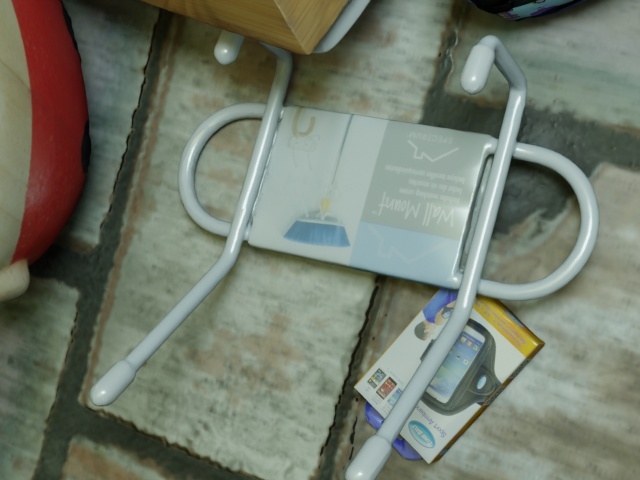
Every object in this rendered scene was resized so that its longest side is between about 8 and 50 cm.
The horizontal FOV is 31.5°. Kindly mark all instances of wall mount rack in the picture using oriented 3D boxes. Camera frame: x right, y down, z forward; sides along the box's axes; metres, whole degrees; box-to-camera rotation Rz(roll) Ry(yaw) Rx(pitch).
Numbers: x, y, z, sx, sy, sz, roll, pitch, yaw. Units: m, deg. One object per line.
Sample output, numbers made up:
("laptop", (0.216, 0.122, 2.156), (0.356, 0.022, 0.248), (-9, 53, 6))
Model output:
("wall mount rack", (0.000, 0.000, 0.795), (0.350, 0.130, 0.304), (12, 81, 29))

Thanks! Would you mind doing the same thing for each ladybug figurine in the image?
("ladybug figurine", (-0.312, -0.156, 0.922), (0.305, 0.162, 0.449), (-35, 73, 46))

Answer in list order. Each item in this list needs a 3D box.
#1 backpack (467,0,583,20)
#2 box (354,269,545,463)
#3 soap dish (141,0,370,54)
("backpack", (0.158, -0.228, 0.749), (0.173, 0.158, 0.116), (-28, 60, 39))
("box", (0.088, 0.097, 0.828), (0.081, 0.028, 0.136), (44, 102, 20))
("soap dish", (-0.060, -0.269, 0.806), (0.291, 0.118, 0.229), (25, 77, 37))
